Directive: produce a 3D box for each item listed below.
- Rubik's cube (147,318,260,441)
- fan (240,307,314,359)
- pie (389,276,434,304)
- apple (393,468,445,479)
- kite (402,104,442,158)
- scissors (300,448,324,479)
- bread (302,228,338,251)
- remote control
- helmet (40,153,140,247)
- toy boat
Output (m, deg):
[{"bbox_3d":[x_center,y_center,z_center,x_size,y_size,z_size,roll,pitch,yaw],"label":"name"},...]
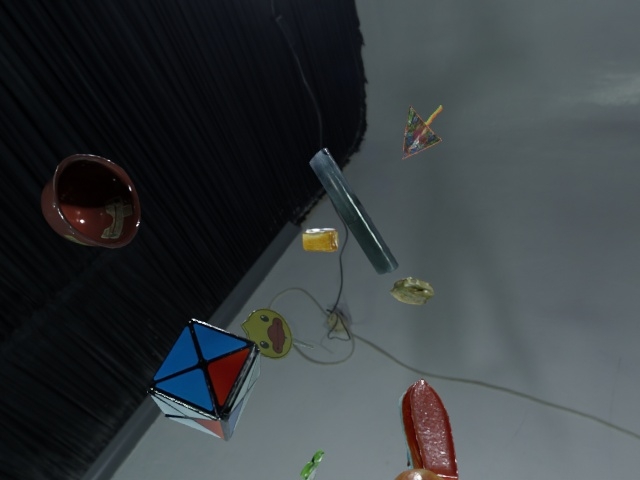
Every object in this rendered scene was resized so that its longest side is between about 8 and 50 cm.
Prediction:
[{"bbox_3d":[-0.339,0.428,1.318,0.248,0.250,0.246,20,52,8],"label":"Rubik's cube"},{"bbox_3d":[-0.164,0.377,1.705,0.011,0.335,0.230,-47,33,32],"label":"fan"},{"bbox_3d":[0.310,0.181,1.487,0.128,0.282,0.068,21,79,5],"label":"pie"},{"bbox_3d":[0.223,0.589,0.900,0.195,0.160,0.173,39,56,19],"label":"apple"},{"bbox_3d":[0.252,-0.268,1.067,0.010,0.190,0.159,40,103,38],"label":"kite"},{"bbox_3d":[-0.032,0.740,1.354,0.027,0.204,0.101,30,41,28],"label":"scissors"},{"bbox_3d":[0.000,0.000,1.357,0.132,0.074,0.053,-2,9,44],"label":"bread"},{"bbox_3d":[0.091,-0.076,1.194,0.044,0.378,0.107,-32,0,-18],"label":"remote control"},{"bbox_3d":[-0.402,-0.057,0.719,0.106,0.175,0.155,-10,78,16],"label":"helmet"},{"bbox_3d":[0.310,0.577,1.300,0.145,0.133,0.332,12,39,-8],"label":"toy boat"}]
